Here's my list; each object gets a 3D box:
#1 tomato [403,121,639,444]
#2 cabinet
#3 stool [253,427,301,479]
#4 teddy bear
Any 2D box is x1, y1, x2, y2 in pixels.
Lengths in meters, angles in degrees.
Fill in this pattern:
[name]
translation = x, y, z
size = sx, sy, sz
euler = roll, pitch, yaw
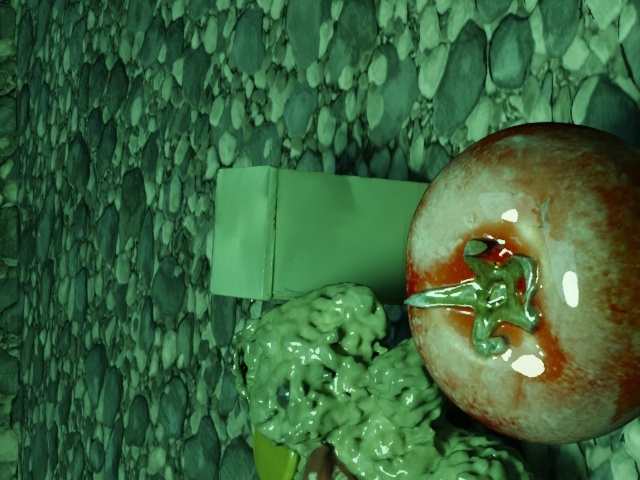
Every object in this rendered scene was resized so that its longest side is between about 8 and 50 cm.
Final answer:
[tomato]
translation = 0.204, 0.031, 1.197
size = 0.270, 0.227, 0.270
euler = 11, 105, 44
[cabinet]
translation = 0.000, 0.000, 1.603
size = 0.145, 0.206, 0.150
euler = 1, 87, 62
[stool]
translation = -0.011, 0.247, 1.699
size = 0.134, 0.110, 0.135
euler = -26, 65, 60
[teddy bear]
translation = 0.024, 0.221, 1.433
size = 0.367, 0.224, 0.357
euler = 44, 125, 14
